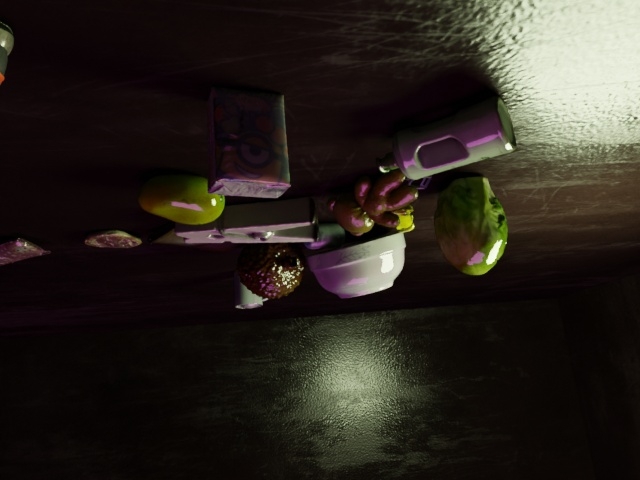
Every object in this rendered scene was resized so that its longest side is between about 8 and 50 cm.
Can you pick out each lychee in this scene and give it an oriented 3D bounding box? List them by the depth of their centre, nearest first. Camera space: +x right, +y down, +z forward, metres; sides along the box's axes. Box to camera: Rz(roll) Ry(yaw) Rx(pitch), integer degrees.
[{"bbox_3d":[-0.132,0.072,1.428,0.200,0.200,0.238,7,173,-37],"label":"lychee"}]

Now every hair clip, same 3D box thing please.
[{"bbox_3d":[-0.170,-0.037,1.208,0.330,0.085,0.101,-4,163,2],"label":"hair clip"},{"bbox_3d":[0.209,-0.063,1.314,0.072,0.046,0.173,-13,164,17],"label":"hair clip"}]

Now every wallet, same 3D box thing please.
[{"bbox_3d":[-0.317,-0.005,1.380,0.137,0.031,0.255,-20,161,33],"label":"wallet"}]

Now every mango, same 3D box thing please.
[{"bbox_3d":[-0.268,-0.081,1.009,0.163,0.089,0.117,7,160,-35],"label":"mango"}]

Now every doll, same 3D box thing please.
[{"bbox_3d":[0.120,-0.089,1.133,0.209,0.097,0.137,-26,117,36],"label":"doll"}]

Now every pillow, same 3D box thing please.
[{"bbox_3d":[-0.800,0.027,1.312,0.185,0.043,0.118,-12,157,12],"label":"pillow"}]

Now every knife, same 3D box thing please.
[{"bbox_3d":[0.213,-0.150,1.069,0.054,0.015,0.212,3,165,0],"label":"knife"}]

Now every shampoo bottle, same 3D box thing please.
[{"bbox_3d":[0.202,-0.162,0.880,0.234,0.087,0.118,-15,164,31],"label":"shampoo bottle"}]

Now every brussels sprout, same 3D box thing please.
[{"bbox_3d":[0.337,-0.030,1.161,0.161,0.223,0.223,-15,162,18],"label":"brussels sprout"}]

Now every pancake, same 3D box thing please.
[{"bbox_3d":[-0.538,0.000,1.335,0.139,0.022,0.139,-4,164,-1],"label":"pancake"}]

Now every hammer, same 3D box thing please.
[{"bbox_3d":[0.000,0.000,1.448,0.116,0.070,0.194,-4,169,-10],"label":"hammer"}]

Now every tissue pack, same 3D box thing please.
[{"bbox_3d":[-0.105,-0.141,0.740,0.108,0.148,0.060,2,164,-24],"label":"tissue pack"}]

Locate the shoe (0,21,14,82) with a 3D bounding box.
[{"bbox_3d":[-0.420,-0.186,0.600,0.194,0.077,0.074,-19,160,40],"label":"shoe"}]

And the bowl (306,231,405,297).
[{"bbox_3d":[0.112,0.077,1.466,0.287,0.144,0.287,-13,179,0],"label":"bowl"}]

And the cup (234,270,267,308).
[{"bbox_3d":[-0.245,0.176,1.864,0.136,0.133,0.099,1,162,-23],"label":"cup"}]
